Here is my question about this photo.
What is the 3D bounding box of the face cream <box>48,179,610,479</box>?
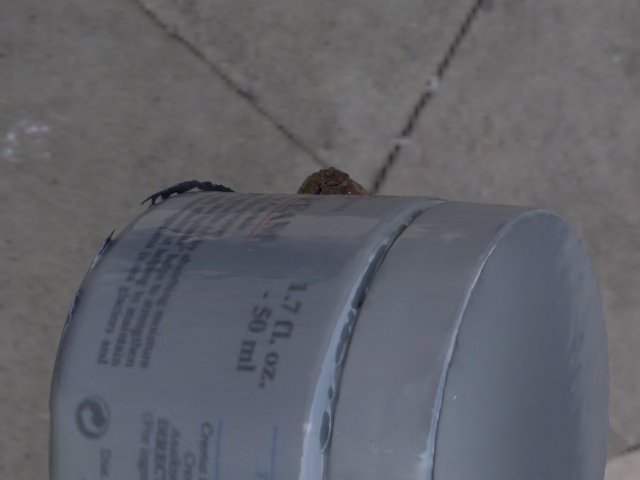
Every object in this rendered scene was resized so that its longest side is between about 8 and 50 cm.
[{"bbox_3d":[0.008,0.070,0.644,0.177,0.152,0.177,-18,110,-61],"label":"face cream"}]

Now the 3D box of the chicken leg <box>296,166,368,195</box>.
[{"bbox_3d":[0.000,0.000,1.348,0.063,0.234,0.105,35,111,-9],"label":"chicken leg"}]
